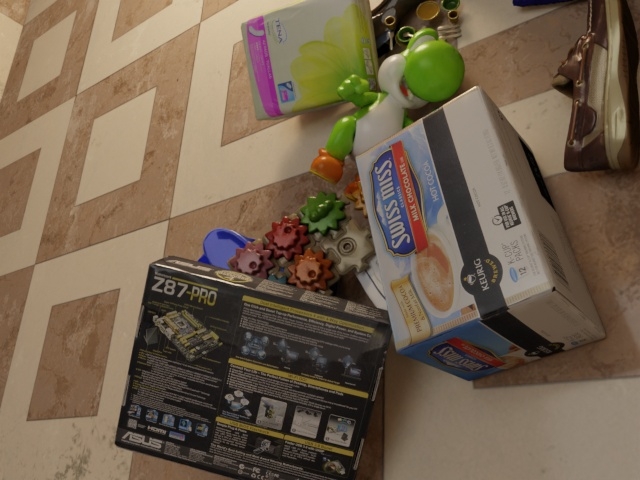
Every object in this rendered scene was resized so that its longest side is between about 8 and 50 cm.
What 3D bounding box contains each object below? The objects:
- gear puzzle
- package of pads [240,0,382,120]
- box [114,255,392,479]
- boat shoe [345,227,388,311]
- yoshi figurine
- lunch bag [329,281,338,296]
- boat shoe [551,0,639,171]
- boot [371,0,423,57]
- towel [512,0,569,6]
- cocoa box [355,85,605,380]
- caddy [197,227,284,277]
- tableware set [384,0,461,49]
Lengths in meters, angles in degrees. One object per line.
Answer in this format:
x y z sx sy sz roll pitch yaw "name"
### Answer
0.000 0.000 1.101 0.339 0.044 0.175 -36 66 1 "gear puzzle"
-0.022 -0.400 1.349 0.297 0.101 0.229 -6 96 30 "package of pads"
-0.108 0.224 1.005 0.395 0.097 0.318 13 100 5 "box"
0.127 0.069 1.084 0.084 0.095 0.258 -51 48 15 "boat shoe"
0.142 -0.240 1.166 0.203 0.203 0.362 32 89 28 "yoshi figurine"
0.000 0.069 1.212 0.067 0.065 0.098 0 69 24 "lunch bag"
0.425 -0.265 0.979 0.123 0.123 0.341 -7 72 37 "boat shoe"
0.161 -0.468 1.342 0.219 0.082 0.106 -23 81 21 "boot"
0.449 -0.517 1.022 0.308 0.076 0.227 8 119 43 "towel"
0.227 0.000 0.937 0.228 0.231 0.347 -27 54 28 "cocoa box"
-0.159 0.140 1.228 0.241 0.179 0.341 -37 66 7 "caddy"
0.208 -0.448 1.267 0.154 0.024 0.104 -7 69 15 "tableware set"
